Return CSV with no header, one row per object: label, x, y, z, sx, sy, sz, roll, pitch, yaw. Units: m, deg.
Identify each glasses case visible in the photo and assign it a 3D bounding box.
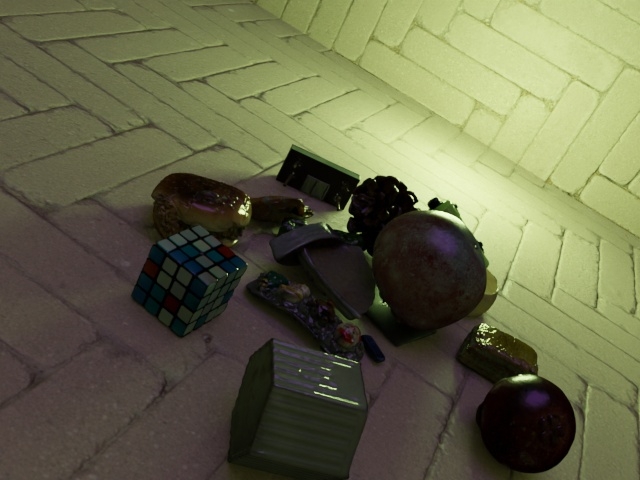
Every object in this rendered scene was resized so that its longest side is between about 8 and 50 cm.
glasses case,0.124,0.262,1.688,0.033,0.023,0.083,9,35,-41

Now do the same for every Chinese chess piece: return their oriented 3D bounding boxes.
Chinese chess piece,0.412,0.117,2.108,0.249,0.103,0.250,23,28,-13

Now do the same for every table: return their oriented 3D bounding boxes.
table,-0.009,-0.183,2.201,0.240,0.122,0.111,23,28,-9

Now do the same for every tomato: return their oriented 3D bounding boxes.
tomato,0.275,0.075,1.815,0.316,0.282,0.317,42,31,-34

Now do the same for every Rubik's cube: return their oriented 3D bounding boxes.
Rubik's cube,-0.275,0.083,1.482,0.151,0.154,0.155,37,30,15

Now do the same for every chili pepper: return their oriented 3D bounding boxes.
chili pepper,0.000,-0.001,1.955,0.253,0.083,0.099,15,30,-16

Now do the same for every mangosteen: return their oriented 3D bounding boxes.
mangosteen,0.449,0.404,1.588,0.215,0.215,0.257,22,-6,-12

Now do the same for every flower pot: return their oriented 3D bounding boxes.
flower pot,-0.043,0.308,1.262,0.189,0.209,0.239,18,31,-18

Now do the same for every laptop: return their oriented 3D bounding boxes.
laptop,0.169,0.174,1.883,0.187,0.015,0.269,-9,45,-49

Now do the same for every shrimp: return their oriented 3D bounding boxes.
shrimp,-0.092,-0.094,1.974,0.287,0.152,0.063,1,73,-50

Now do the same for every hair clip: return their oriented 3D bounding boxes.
hair clip,-0.022,0.163,1.647,0.321,0.091,0.138,37,26,13

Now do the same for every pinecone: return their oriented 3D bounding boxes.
pinecone,0.189,-0.074,2.052,0.244,0.309,0.244,-4,61,8

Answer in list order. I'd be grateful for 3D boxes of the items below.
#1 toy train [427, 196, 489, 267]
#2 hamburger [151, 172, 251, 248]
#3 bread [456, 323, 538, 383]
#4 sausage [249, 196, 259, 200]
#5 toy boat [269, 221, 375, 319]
toy train,0.388,-0.007,1.984,0.253,0.105,0.157,56,7,-10
hamburger,-0.306,-0.077,1.745,0.286,0.146,0.243,-7,37,-46
bread,0.469,0.304,1.851,0.196,0.102,0.138,31,25,7
sausage,-0.173,-0.106,2.014,0.158,0.036,0.042,-2,52,-45
toy boat,0.028,0.068,1.798,0.293,0.111,0.276,43,32,9
